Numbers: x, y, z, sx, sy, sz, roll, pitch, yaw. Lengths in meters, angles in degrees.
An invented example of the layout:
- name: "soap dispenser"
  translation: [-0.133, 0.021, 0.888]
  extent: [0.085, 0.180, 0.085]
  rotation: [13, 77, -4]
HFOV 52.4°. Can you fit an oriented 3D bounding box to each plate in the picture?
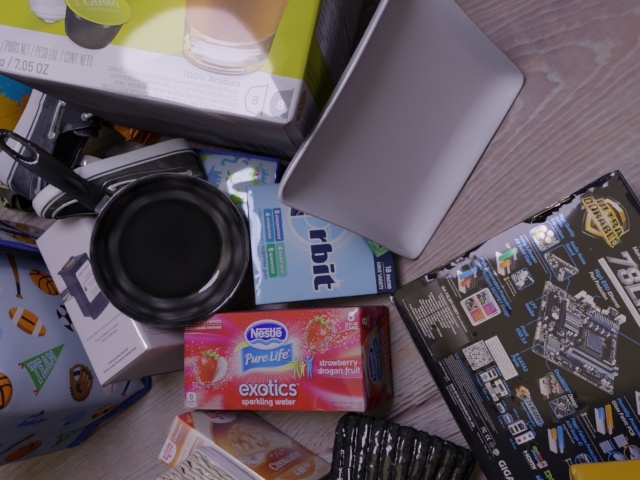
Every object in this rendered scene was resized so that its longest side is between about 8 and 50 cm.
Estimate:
- name: "plate"
  translation: [0.098, -0.132, 0.759]
  extent: [0.045, 0.277, 0.278]
  rotation: [38, 101, 43]

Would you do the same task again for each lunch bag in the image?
- name: "lunch bag"
  translation: [-0.475, 0.107, 0.936]
  extent: [0.239, 0.328, 0.385]
  rotation: [-38, 71, 11]
- name: "lunch bag"
  translation: [-0.127, -0.060, 0.931]
  extent: [0.151, 0.096, 0.128]
  rotation: [8, 88, 33]

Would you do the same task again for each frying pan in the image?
- name: "frying pan"
  translation: [-0.251, -0.002, 0.816]
  extent: [0.326, 0.053, 0.197]
  rotation: [13, 91, -15]

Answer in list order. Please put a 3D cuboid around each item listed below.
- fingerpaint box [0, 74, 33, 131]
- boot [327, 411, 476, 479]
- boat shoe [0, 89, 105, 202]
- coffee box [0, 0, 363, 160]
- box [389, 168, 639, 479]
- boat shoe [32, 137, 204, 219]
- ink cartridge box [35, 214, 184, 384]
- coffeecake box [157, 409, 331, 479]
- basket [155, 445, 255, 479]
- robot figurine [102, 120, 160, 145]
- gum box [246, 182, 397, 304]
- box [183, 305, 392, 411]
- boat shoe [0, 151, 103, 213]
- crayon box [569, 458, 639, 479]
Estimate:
- name: "fingerpaint box"
  translation: [-0.588, -0.415, 1.060]
  extent: [0.445, 0.163, 0.371]
  rotation: [29, 97, 37]
- name: "boot"
  translation: [0.148, 0.374, 0.764]
  extent: [0.348, 0.131, 0.260]
  rotation: [25, 64, -5]
- name: "boat shoe"
  translation: [-0.363, -0.187, 0.950]
  extent: [0.102, 0.108, 0.301]
  rotation: [33, 98, 8]
- name: "coffee box"
  translation: [-0.134, -0.300, 0.784]
  extent: [0.338, 0.338, 0.334]
  rotation: [12, 91, 7]
- name: "box"
  translation: [0.274, 0.120, 0.732]
  extent: [0.293, 0.073, 0.295]
  rotation: [-32, 78, 18]
- name: "boat shoe"
  translation: [-0.262, -0.067, 0.858]
  extent: [0.219, 0.078, 0.070]
  rotation: [-24, 78, -17]
- name: "ink cartridge box"
  translation: [-0.273, 0.072, 0.938]
  extent: [0.100, 0.172, 0.237]
  rotation: [-37, 72, 18]
- name: "coffeecake box"
  translation: [-0.094, 0.294, 0.861]
  extent: [0.185, 0.142, 0.068]
  rotation: [27, 97, 22]
- name: "basket"
  translation: [-0.118, 0.334, 0.734]
  extent: [0.167, 0.103, 0.113]
  rotation: [28, 102, 21]
- name: "robot figurine"
  translation: [-0.348, -0.290, 1.048]
  extent: [0.291, 0.085, 0.211]
  rotation: [40, 101, 20]
- name: "gum box"
  translation: [0.000, 0.000, 0.861]
  extent: [0.184, 0.041, 0.156]
  rotation: [-5, 83, -4]
- name: "box"
  translation: [-0.044, 0.154, 0.863]
  extent: [0.257, 0.123, 0.128]
  rotation: [-5, 83, 22]
- name: "boat shoe"
  translation: [-0.483, -0.092, 1.075]
  extent: [0.305, 0.109, 0.091]
  rotation: [3, 82, 19]
- name: "crayon box"
  translation: [0.374, 0.283, 0.633]
  extent: [0.319, 0.202, 0.081]
  rotation: [-13, 47, 21]
